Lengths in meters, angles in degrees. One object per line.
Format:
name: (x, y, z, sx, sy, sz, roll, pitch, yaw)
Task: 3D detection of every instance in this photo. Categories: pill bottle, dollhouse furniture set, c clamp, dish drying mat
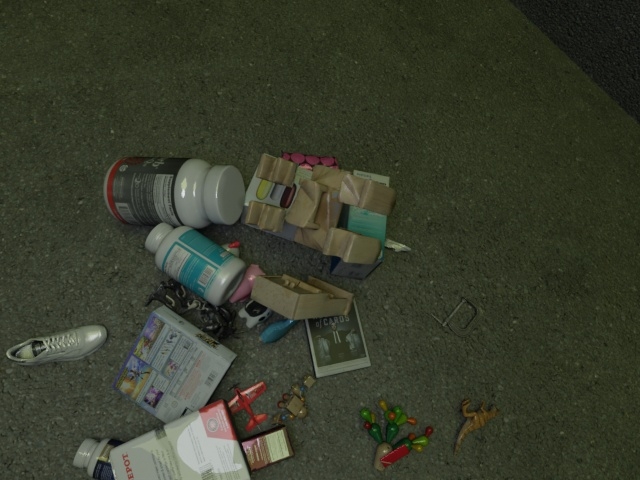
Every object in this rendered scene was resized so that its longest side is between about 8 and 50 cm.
pill bottle: (-0.531, 0.565, 1.071, 0.170, 0.094, 0.094, 18, 67, -3)
dollhouse furniture set: (0.000, 0.000, 1.152, 0.362, 0.257, 0.393, 20, 96, 35)
c clamp: (0.472, 0.251, 1.416, 0.161, 0.022, 0.137, -37, 79, -20)
pill bottle: (-0.349, 0.056, 1.159, 0.264, 0.146, 0.146, 32, 67, 6)
pill bottle: (-0.425, -0.141, 1.240, 0.364, 0.210, 0.210, 4, 67, 15)
dish drying mat: (0.209, 0.605, 1.174, 0.083, 0.008, 0.032, -31, 99, 1)

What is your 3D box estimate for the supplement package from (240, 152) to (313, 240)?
supplement package: (-0.138, -0.141, 1.385, 0.194, 0.149, 0.203, 20, 66, -3)

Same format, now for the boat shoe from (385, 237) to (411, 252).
boat shoe: (0.267, 0.024, 1.463, 0.100, 0.035, 0.035, 20, 94, -7)

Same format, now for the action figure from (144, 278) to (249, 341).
action figure: (-0.349, 0.221, 1.199, 0.276, 0.164, 0.140, 35, 112, -3)

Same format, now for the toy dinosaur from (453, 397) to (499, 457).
toy dinosaur: (0.466, 0.552, 1.277, 0.212, 0.064, 0.112, -27, 78, -18)

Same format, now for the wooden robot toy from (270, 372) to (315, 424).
wooden robot toy: (-0.067, 0.477, 1.212, 0.079, 0.076, 0.173, 48, 59, -16)

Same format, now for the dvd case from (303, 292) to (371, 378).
dvd case: (0.046, 0.295, 1.318, 0.180, 0.029, 0.238, -8, 72, -14)

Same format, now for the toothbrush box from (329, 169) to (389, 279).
toothbrush box: (0.125, -0.045, 1.362, 0.126, 0.216, 0.295, 10, 67, -8)

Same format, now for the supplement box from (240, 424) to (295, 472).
supplement box: (-0.174, 0.571, 1.130, 0.188, 0.104, 0.080, -14, 72, -16)

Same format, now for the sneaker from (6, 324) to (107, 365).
sneaker: (-0.715, 0.288, 1.146, 0.235, 0.094, 0.090, -16, 72, -17)

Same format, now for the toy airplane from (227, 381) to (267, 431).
toy airplane: (-0.209, 0.478, 1.200, 0.152, 0.028, 0.151, 3, 70, -8)

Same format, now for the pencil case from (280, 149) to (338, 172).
pencil case: (-0.042, -0.266, 1.486, 0.210, 0.095, 0.098, 5, 52, -11)

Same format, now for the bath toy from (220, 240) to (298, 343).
bath toy: (-0.209, 0.139, 1.275, 0.129, 0.151, 0.348, -46, 77, 15)

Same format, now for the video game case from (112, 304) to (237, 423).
video game case: (-0.392, 0.349, 1.122, 0.244, 0.061, 0.269, 33, 104, 2)

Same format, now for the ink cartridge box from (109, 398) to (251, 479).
ink cartridge box: (-0.328, 0.533, 1.003, 0.273, 0.114, 0.196, -20, 73, -15)

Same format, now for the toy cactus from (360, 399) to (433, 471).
toy cactus: (0.208, 0.575, 1.210, 0.219, 0.112, 0.180, 26, 77, -10)
